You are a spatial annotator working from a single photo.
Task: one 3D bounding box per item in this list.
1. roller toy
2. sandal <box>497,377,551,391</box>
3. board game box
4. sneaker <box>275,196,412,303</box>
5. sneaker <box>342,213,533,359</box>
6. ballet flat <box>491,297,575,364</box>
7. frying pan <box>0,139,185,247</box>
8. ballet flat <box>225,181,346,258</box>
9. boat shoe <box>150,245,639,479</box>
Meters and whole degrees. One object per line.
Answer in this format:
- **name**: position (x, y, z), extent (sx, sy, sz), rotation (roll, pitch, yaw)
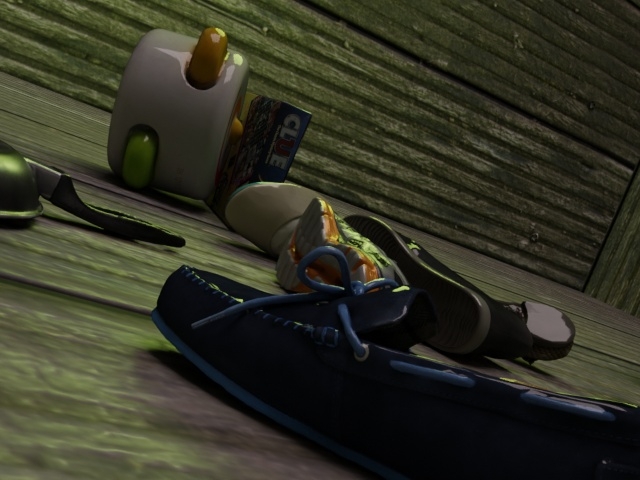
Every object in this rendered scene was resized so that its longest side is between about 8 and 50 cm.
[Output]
- **roller toy**: position (-0.166, -0.155, 1.201), extent (0.146, 0.209, 0.191), rotation (16, 1, -2)
- **sandal**: position (0.121, 0.107, 0.602), extent (0.072, 0.049, 0.180), rotation (22, 5, -10)
- **board game box**: position (-0.089, -0.105, 1.255), extent (0.042, 0.165, 0.243), rotation (21, 6, -18)
- **sneaker**: position (0.023, 0.029, 0.866), extent (0.083, 0.084, 0.215), rotation (23, 14, -24)
- **sneaker**: position (0.103, 0.055, 0.976), extent (0.118, 0.083, 0.222), rotation (24, 11, -48)
- **ballet flat**: position (0.149, 0.077, 1.049), extent (0.250, 0.058, 0.084), rotation (18, 44, 2)
- **frying pan**: position (-0.230, -0.043, 0.703), extent (0.326, 0.053, 0.197), rotation (17, 7, -20)
- **ballet flat**: position (0.000, 0.000, 1.083), extent (0.086, 0.086, 0.248), rotation (27, 6, 41)
- **boat shoe**: position (0.036, 0.062, 0.487), extent (0.258, 0.089, 0.109), rotation (24, 5, 19)
